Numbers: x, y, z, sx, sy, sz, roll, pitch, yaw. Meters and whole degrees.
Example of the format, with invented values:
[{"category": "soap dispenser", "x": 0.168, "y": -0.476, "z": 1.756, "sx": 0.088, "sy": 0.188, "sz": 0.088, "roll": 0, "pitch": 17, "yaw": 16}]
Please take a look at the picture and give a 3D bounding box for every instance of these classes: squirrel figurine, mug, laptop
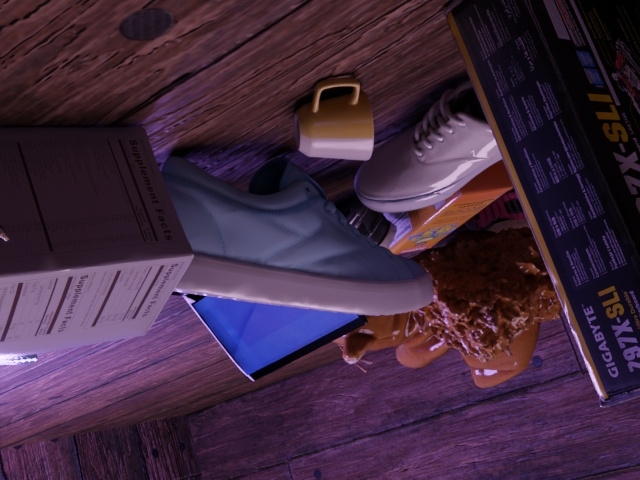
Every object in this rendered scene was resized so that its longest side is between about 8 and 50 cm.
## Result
[{"category": "squirrel figurine", "x": 0.192, "y": 0.090, "z": 1.309, "sx": 0.371, "sy": 0.280, "sz": 0.397, "roll": 3, "pitch": 162, "yaw": -23}, {"category": "mug", "x": 0.010, "y": -0.108, "z": 0.714, "sx": 0.064, "sy": 0.078, "sz": 0.062, "roll": -5, "pitch": -163, "yaw": -9}, {"category": "laptop", "x": -0.126, "y": 0.073, "z": 0.965, "sx": 0.264, "sy": 0.136, "sz": 0.234, "roll": 10, "pitch": 147, "yaw": -44}]

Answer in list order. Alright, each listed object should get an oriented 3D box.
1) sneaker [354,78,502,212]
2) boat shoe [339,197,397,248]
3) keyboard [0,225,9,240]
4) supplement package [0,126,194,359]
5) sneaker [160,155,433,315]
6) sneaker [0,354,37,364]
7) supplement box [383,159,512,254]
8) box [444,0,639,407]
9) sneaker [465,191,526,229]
[{"category": "sneaker", "x": 0.137, "y": -0.113, "z": 0.790, "sx": 0.258, "sy": 0.094, "sz": 0.091, "roll": -27, "pitch": 145, "yaw": 20}, {"category": "boat shoe", "x": 0.000, "y": 0.000, "z": 1.097, "sx": 0.079, "sy": 0.084, "sz": 0.233, "roll": 37, "pitch": 144, "yaw": -25}, {"category": "keyboard", "x": -0.280, "y": -0.035, "z": 0.381, "sx": 0.202, "sy": 0.033, "sz": 0.317, "roll": -14, "pitch": 137, "yaw": -10}, {"category": "supplement package", "x": -0.246, "y": 0.005, "z": 0.610, "sx": 0.244, "sy": 0.139, "sz": 0.134, "roll": -5, "pitch": 149, "yaw": -36}, {"category": "sneaker", "x": -0.010, "y": -0.006, "z": 0.821, "sx": 0.366, "sy": 0.150, "sz": 0.135, "roll": 10, "pitch": 178, "yaw": -41}, {"category": "sneaker", "x": -0.424, "y": 0.084, "z": 0.876, "sx": 0.229, "sy": 0.092, "sz": 0.087, "roll": 5, "pitch": 165, "yaw": -7}, {"category": "supplement box", "x": 0.150, "y": -0.053, "z": 1.018, "sx": 0.078, "sy": 0.080, "sz": 0.233, "roll": -9, "pitch": 166, "yaw": -19}, {"category": "box", "x": 0.258, "y": -0.055, "z": 0.631, "sx": 0.257, "sy": 0.321, "sz": 0.079, "roll": -6, "pitch": 161, "yaw": -38}, {"category": "sneaker", "x": 0.293, "y": -0.048, "z": 1.283, "sx": 0.119, "sy": 0.047, "sz": 0.057, "roll": -13, "pitch": 174, "yaw": 19}]
